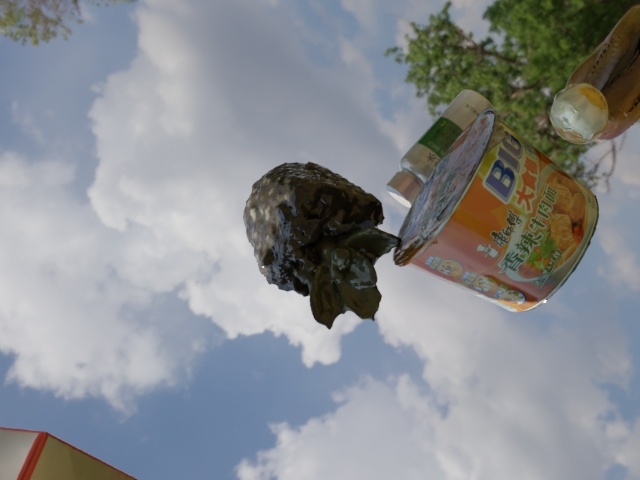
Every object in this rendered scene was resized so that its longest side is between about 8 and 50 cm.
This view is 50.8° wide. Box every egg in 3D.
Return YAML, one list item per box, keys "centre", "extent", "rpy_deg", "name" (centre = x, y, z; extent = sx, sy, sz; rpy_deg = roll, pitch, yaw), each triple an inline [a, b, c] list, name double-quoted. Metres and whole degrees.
- centre: [0.343, -0.163, 0.888]
  extent: [0.083, 0.071, 0.071]
  rpy_deg: [42, -150, -28]
  name: "egg"

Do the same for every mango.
- centre: [0.539, -0.302, 1.227]
  extent: [0.156, 0.249, 0.151]
  rpy_deg: [31, -160, 37]
  name: "mango"

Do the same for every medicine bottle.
- centre: [0.240, -0.184, 1.361]
  extent: [0.095, 0.260, 0.095]
  rpy_deg: [42, 176, 4]
  name: "medicine bottle"

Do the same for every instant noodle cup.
- centre: [0.280, -0.032, 1.075]
  extent: [0.214, 0.296, 0.296]
  rpy_deg: [30, -146, -6]
  name: "instant noodle cup"

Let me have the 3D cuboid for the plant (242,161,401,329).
- centre: [0.000, 0.000, 1.180]
  extent: [0.213, 0.215, 0.312]
  rpy_deg: [12, -157, -27]
  name: "plant"

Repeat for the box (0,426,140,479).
- centre: [-0.420, 0.429, 0.875]
  extent: [0.314, 0.312, 0.300]
  rpy_deg: [54, -139, -46]
  name: "box"
